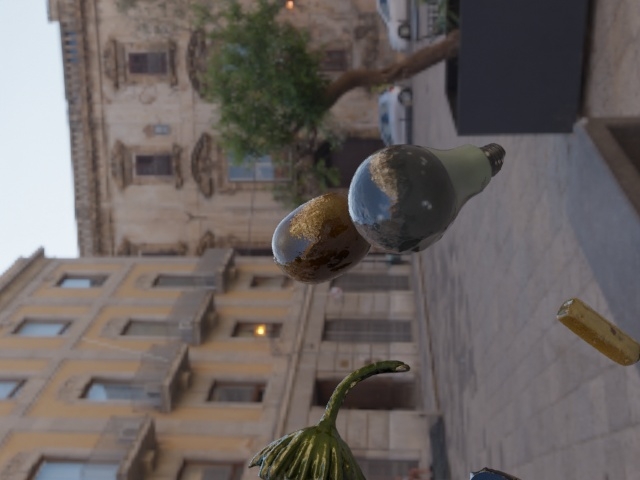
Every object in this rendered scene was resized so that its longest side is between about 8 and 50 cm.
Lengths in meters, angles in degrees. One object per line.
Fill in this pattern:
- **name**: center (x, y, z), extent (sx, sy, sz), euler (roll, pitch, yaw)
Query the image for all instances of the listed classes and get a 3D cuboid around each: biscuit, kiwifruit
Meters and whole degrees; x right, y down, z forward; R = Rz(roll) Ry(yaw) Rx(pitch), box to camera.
- **biscuit**: center (0.574, 0.187, 1.704), extent (0.056, 0.188, 0.052), euler (-59, 8, -31)
- **kiwifruit**: center (0.000, 0.000, 1.903), extent (0.196, 0.233, 0.196), euler (63, -176, -8)

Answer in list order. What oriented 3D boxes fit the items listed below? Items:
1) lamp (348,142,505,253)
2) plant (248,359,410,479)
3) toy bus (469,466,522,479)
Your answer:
- **lamp**: center (0.184, -0.078, 1.412), extent (0.313, 0.182, 0.182), euler (-11, -74, -42)
- **plant**: center (0.015, 0.383, 1.610), extent (0.180, 0.251, 0.334), euler (93, -164, -56)
- **toy bus**: center (0.456, 0.797, 2.166), extent (0.162, 0.171, 0.387), euler (26, -110, -50)
